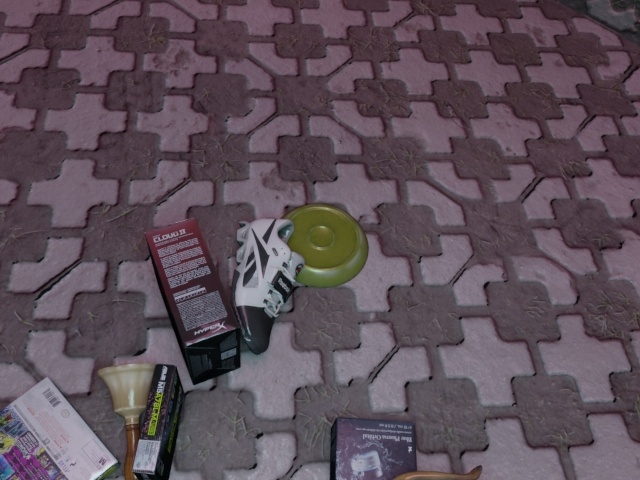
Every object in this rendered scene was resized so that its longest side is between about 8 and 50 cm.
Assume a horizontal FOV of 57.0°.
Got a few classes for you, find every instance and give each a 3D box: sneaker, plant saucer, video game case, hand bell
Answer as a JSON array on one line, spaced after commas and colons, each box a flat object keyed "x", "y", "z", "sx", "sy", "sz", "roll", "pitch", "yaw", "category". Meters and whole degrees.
[{"x": -0.107, "y": 0.082, "z": 1.284, "sx": 0.147, "sy": 0.122, "sz": 0.330, "roll": -10, "pitch": 58, "yaw": 11, "category": "sneaker"}, {"x": 0.000, "y": 0.000, "z": 1.421, "sx": 0.241, "sy": 0.037, "sz": 0.240, "roll": 3, "pitch": 57, "yaw": -5, "category": "plant saucer"}, {"x": -0.528, "y": 0.405, "z": 1.092, "sx": 0.232, "sy": 0.041, "sz": 0.210, "roll": 40, "pitch": 61, "yaw": 18, "category": "video game case"}, {"x": -0.356, "y": 0.365, "z": 1.123, "sx": 0.126, "sy": 0.126, "sz": 0.241, "roll": -5, "pitch": 72, "yaw": -11, "category": "hand bell"}]

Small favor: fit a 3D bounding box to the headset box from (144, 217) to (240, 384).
[{"x": -0.263, "y": 0.114, "z": 1.207, "sx": 0.110, "sy": 0.218, "sz": 0.293, "roll": -18, "pitch": 63, "yaw": -18, "category": "headset box"}]

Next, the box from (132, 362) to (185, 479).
[{"x": -0.290, "y": 0.345, "z": 1.077, "sx": 0.045, "sy": 0.184, "sz": 0.190, "roll": 5, "pitch": 56, "yaw": -1, "category": "box"}]

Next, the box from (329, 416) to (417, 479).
[{"x": 0.099, "y": 0.430, "z": 1.127, "sx": 0.156, "sy": 0.093, "sz": 0.158, "roll": 5, "pitch": 58, "yaw": -4, "category": "box"}]

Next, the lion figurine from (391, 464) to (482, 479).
[{"x": 0.132, "y": 0.531, "z": 0.977, "sx": 0.241, "sy": 0.142, "sz": 0.392, "roll": 17, "pitch": 55, "yaw": 7, "category": "lion figurine"}]
